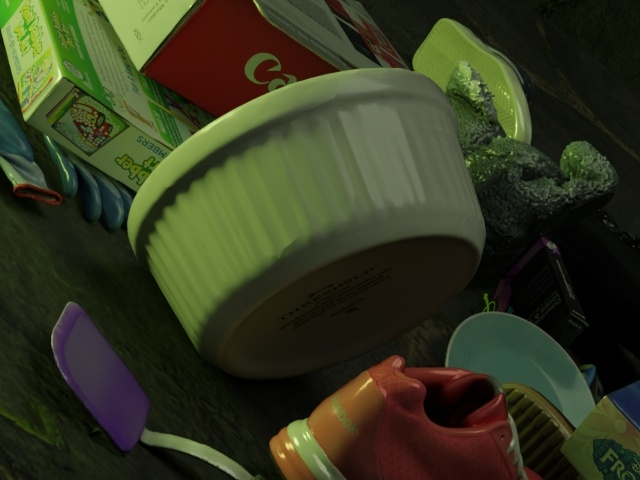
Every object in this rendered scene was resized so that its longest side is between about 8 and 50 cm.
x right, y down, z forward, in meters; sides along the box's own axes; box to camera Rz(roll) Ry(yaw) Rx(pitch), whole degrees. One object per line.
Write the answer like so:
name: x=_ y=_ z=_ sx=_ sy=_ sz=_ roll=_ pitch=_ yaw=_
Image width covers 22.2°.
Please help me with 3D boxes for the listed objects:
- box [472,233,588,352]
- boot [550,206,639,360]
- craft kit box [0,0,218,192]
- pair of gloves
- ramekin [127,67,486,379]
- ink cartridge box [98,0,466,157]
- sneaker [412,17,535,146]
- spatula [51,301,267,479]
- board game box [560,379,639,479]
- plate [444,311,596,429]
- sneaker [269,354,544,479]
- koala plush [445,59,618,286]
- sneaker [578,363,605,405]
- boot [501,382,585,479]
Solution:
box: x=0.212 y=0.078 z=1.672 sx=0.029 sy=0.116 sz=0.162 roll=32 pitch=22 yaw=-22
boot: x=0.447 y=0.144 z=1.956 sx=0.445 sy=0.146 sz=0.367 roll=41 pitch=-3 yaw=44
craft kit box: x=-0.160 y=-0.118 z=1.416 sx=0.246 sy=0.061 sz=0.250 roll=37 pitch=15 yaw=-33
pair of gloves: x=-0.227 y=-0.075 z=1.286 sx=0.198 sy=0.023 sz=0.159 roll=14 pitch=33 yaw=-56
ramekin: x=0.000 y=0.000 z=1.230 sx=0.273 sy=0.273 sz=0.127 roll=12 pitch=48 yaw=-55
ink cartridge box: x=-0.044 y=-0.172 z=1.513 sx=0.309 sy=0.130 sz=0.272 roll=29 pitch=21 yaw=-43
sneaker: x=0.251 y=-0.190 z=2.277 sx=0.148 sy=0.131 sz=0.350 roll=26 pitch=25 yaw=-28
spatula: x=-0.069 y=0.155 z=1.098 sx=0.296 sy=0.030 sz=0.084 roll=40 pitch=21 yaw=-10
board game box: x=0.375 y=0.205 z=1.163 sx=0.318 sy=0.066 sz=0.318 roll=-16 pitch=57 yaw=-47
plate: x=0.185 y=0.154 z=1.528 sx=0.188 sy=0.024 sz=0.188 roll=20 pitch=51 yaw=-27
sneaker: x=0.109 y=0.165 z=1.202 sx=0.314 sy=0.136 sz=0.116 roll=22 pitch=25 yaw=-48
koala plush: x=0.181 y=-0.081 z=1.846 sx=0.203 sy=0.196 sz=0.221 roll=-10 pitch=58 yaw=-54
sneaker: x=0.268 y=0.188 z=1.653 sx=0.078 sy=0.067 sz=0.188 roll=58 pitch=12 yaw=-21
boot: x=0.254 y=0.224 z=1.480 sx=0.248 sy=0.090 sz=0.207 roll=58 pitch=27 yaw=9
